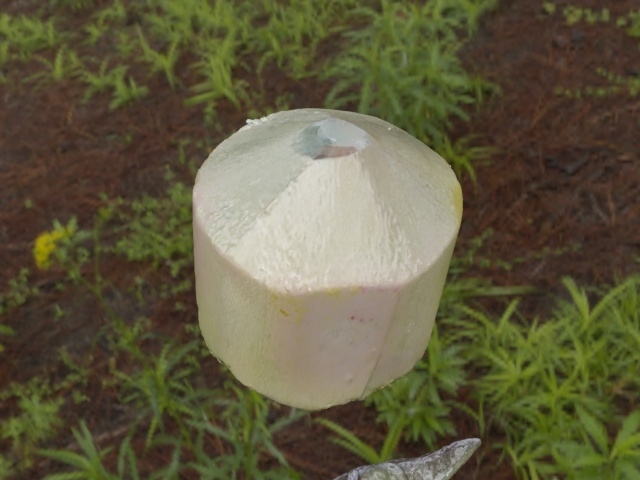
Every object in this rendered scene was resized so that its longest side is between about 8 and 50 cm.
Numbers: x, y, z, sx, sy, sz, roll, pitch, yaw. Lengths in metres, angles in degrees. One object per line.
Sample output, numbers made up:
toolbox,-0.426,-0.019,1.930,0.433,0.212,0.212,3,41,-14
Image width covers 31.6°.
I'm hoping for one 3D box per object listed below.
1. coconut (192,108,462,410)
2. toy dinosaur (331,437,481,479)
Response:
coconut,0.000,0.000,0.621,0.147,0.152,0.147,4,41,-3
toy dinosaur,0.036,0.247,0.972,0.294,0.077,0.162,-4,27,-27
